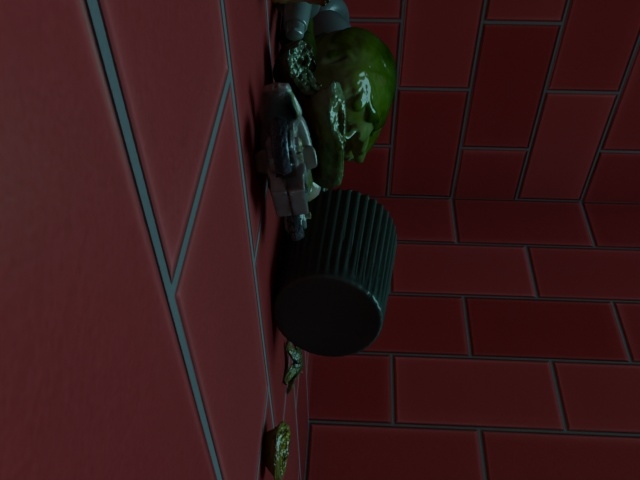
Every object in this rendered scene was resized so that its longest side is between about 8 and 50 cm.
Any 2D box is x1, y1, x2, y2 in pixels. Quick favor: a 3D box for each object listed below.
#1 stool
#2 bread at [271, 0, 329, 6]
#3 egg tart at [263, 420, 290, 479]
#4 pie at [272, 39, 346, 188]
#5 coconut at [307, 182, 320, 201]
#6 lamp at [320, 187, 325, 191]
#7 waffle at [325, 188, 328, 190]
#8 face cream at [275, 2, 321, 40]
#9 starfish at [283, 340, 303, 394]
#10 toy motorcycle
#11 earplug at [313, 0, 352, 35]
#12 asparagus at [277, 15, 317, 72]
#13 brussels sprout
[{"bbox_3d":[0.034,0.079,1.643,0.330,0.298,0.297,-77,170,-55],"label":"stool"},{"bbox_3d":[-0.031,-0.622,1.172,0.333,0.143,0.323,88,4,-51],"label":"bread"},{"bbox_3d":[-0.098,0.451,1.460,0.129,0.050,0.128,4,90,-82],"label":"egg tart"},{"bbox_3d":[-0.022,-0.240,1.352,0.302,0.067,0.302,54,-21,33],"label":"pie"},{"bbox_3d":[-0.049,-0.136,1.521,0.110,0.110,0.124,89,-3,-50],"label":"coconut"},{"bbox_3d":[-0.012,-0.001,1.921,0.209,0.147,0.283,-87,174,-63],"label":"lamp"},{"bbox_3d":[-0.007,-0.366,2.197,0.261,0.114,0.375,-84,175,-65],"label":"waffle"},{"bbox_3d":[-0.045,-0.509,1.400,0.101,0.101,0.251,87,6,-62],"label":"face cream"},{"bbox_3d":[-0.080,0.351,1.914,0.176,0.053,0.208,-66,154,-56],"label":"starfish"},{"bbox_3d":[-0.060,-0.153,1.242,0.340,0.108,0.222,82,3,-66],"label":"toy motorcycle"},{"bbox_3d":[0.024,-0.588,1.988,0.325,0.175,0.214,-82,-171,-59],"label":"earplug"},{"bbox_3d":[-0.049,-0.515,1.510,0.082,0.085,0.342,38,41,-56],"label":"asparagus"},{"bbox_3d":[0.040,-0.367,1.671,0.371,0.276,0.314,12,93,-80],"label":"brussels sprout"}]
